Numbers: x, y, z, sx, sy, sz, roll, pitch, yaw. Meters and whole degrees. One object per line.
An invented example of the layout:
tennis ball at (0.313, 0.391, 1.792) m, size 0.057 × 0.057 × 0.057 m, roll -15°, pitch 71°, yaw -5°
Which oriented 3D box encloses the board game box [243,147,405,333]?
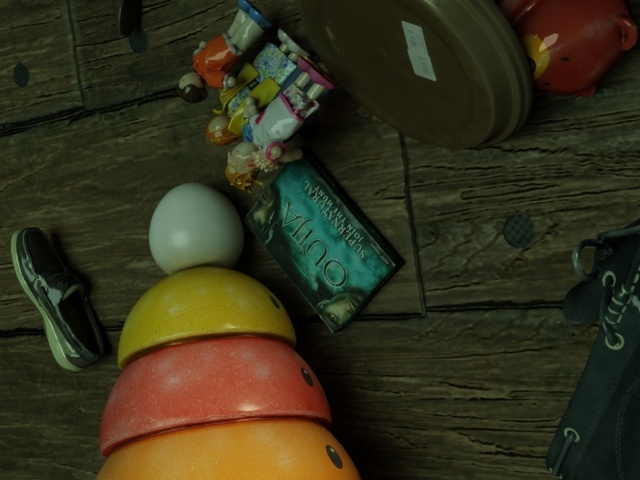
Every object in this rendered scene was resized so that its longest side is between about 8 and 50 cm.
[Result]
board game box at (0.000, 0.000, 1.156) m, size 0.186 × 0.026 × 0.126 m, roll 50°, pitch 121°, yaw 19°

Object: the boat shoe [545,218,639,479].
boat shoe at (0.294, 0.041, 0.842) m, size 0.156 × 0.187 × 0.500 m, roll 24°, pitch 122°, yaw 36°

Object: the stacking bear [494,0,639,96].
stacking bear at (0.167, -0.256, 0.923) m, size 0.289 × 0.164 × 0.175 m, roll 47°, pitch 145°, yaw 9°

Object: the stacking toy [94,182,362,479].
stacking toy at (-0.129, 0.151, 1.140) m, size 0.351 × 0.351 × 0.479 m, roll -22°, pitch 68°, yaw 36°

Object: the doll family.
doll family at (-0.064, -0.144, 1.108) m, size 0.163 × 0.118 × 0.263 m, roll -50°, pitch 43°, yaw 11°

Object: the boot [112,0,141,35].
boot at (-0.292, -0.325, 1.311) m, size 0.114 × 0.037 × 0.106 m, roll 6°, pitch 87°, yaw 32°

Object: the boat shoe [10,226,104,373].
boat shoe at (-0.368, 0.078, 1.403) m, size 0.073 × 0.080 × 0.223 m, roll -23°, pitch 88°, yaw 30°

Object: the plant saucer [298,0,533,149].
plant saucer at (0.079, -0.187, 0.952) m, size 0.278 × 0.041 × 0.278 m, roll 36°, pitch 160°, yaw 15°
